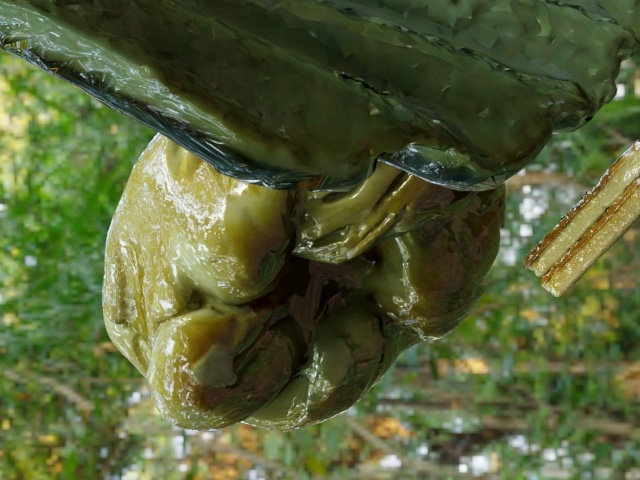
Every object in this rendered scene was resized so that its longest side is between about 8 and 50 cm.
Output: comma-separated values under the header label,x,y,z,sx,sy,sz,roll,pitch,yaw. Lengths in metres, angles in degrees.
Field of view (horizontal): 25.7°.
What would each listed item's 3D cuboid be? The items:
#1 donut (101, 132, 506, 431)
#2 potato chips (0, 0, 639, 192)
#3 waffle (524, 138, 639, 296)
label,x,y,z,sx,sy,sz,roll,pitch,yaw
donut,0.000,0.000,1.107,0.170,0.360,0.360,48,176,33
potato chips,-0.025,-0.169,0.607,0.070,0.429,0.358,-51,31,46
waffle,0.226,-0.027,1.073,0.042,0.148,0.102,46,-149,10
